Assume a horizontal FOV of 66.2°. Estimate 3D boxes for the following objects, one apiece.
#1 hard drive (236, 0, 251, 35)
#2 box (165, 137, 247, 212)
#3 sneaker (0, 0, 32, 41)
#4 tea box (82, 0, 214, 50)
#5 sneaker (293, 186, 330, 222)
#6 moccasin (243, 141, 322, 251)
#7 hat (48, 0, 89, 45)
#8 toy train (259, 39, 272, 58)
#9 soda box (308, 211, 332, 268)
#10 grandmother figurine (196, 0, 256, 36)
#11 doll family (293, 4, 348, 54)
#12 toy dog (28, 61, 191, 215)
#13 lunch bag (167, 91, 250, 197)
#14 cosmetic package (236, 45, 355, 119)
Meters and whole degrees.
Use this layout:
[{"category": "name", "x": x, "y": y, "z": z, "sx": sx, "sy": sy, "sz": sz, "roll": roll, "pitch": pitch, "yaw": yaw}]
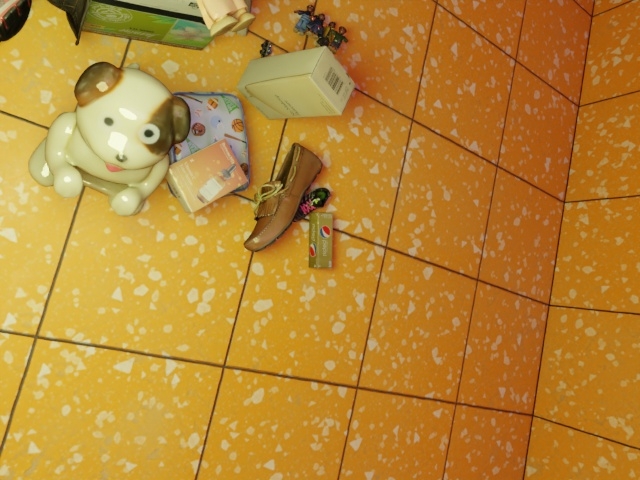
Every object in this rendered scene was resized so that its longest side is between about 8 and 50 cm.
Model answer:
[{"category": "hard drive", "x": -0.200, "y": -0.733, "z": 1.351, "sx": 0.040, "sy": 0.307, "sz": 0.203, "roll": 7, "pitch": 85, "yaw": -11}, {"category": "box", "x": -0.300, "y": -0.168, "z": 1.278, "sx": 0.170, "sy": 0.091, "sz": 0.130, "roll": -34, "pitch": 105, "yaw": -21}, {"category": "sneaker", "x": -0.784, "y": -0.497, "z": 1.097, "sx": 0.136, "sy": 0.116, "sz": 0.314, "roll": 39, "pitch": 68, "yaw": -21}, {"category": "tea box", "x": -0.402, "y": -0.647, "z": 1.210, "sx": 0.328, "sy": 0.323, "sz": 0.220, "roll": -3, "pitch": 93, "yaw": -31}, {"category": "sneaker", "x": -0.032, "y": -0.119, "z": 1.571, "sx": 0.170, "sy": 0.074, "sz": 0.063, "roll": -40, "pitch": 109, "yaw": -26}, {"category": "moccasin", "x": -0.128, "y": -0.134, "z": 1.475, "sx": 0.147, "sy": 0.139, "sz": 0.380, "roll": 39, "pitch": 70, "yaw": -24}, {"category": "hat", "x": -0.595, "y": -0.601, "z": 1.085, "sx": 0.133, "sy": 0.331, "sz": 0.332, "roll": -4, "pitch": 91, "yaw": -33}, {"category": "toy train", "x": -0.177, "y": -0.545, "z": 1.521, "sx": 0.036, "sy": 0.027, "sz": 0.159, "roll": 17, "pitch": 81, "yaw": -34}, {"category": "soda box", "x": 0.000, "y": 0.000, "z": 1.595, "sx": 0.058, "sy": 0.061, "sz": 0.182, "roll": 2, "pitch": 88, "yaw": -31}, {"category": "grandmother figurine", "x": -0.272, "y": -0.621, "z": 1.052, "sx": 0.208, "sy": 0.103, "sz": 0.343, "roll": -44, "pitch": 112, "yaw": -53}, {"category": "doll family", "x": 0.000, "y": -0.696, "z": 1.608, "sx": 0.192, "sy": 0.076, "sz": 0.112, "roll": 29, "pitch": 79, "yaw": -25}, {"category": "toy dog", "x": -0.446, "y": -0.244, "z": 1.125, "sx": 0.284, "sy": 0.407, "sz": 0.396, "roll": 34, "pitch": 72, "yaw": -27}, {"category": "lunch bag", "x": -0.329, "y": -0.268, "z": 1.373, "sx": 0.243, "sy": 0.115, "sz": 0.304, "roll": -10, "pitch": 95, "yaw": -29}, {"category": "cosmetic package", "x": -0.074, "y": -0.440, "z": 1.399, "sx": 0.160, "sy": 0.309, "sz": 0.113, "roll": 39, "pitch": 68, "yaw": -43}]
